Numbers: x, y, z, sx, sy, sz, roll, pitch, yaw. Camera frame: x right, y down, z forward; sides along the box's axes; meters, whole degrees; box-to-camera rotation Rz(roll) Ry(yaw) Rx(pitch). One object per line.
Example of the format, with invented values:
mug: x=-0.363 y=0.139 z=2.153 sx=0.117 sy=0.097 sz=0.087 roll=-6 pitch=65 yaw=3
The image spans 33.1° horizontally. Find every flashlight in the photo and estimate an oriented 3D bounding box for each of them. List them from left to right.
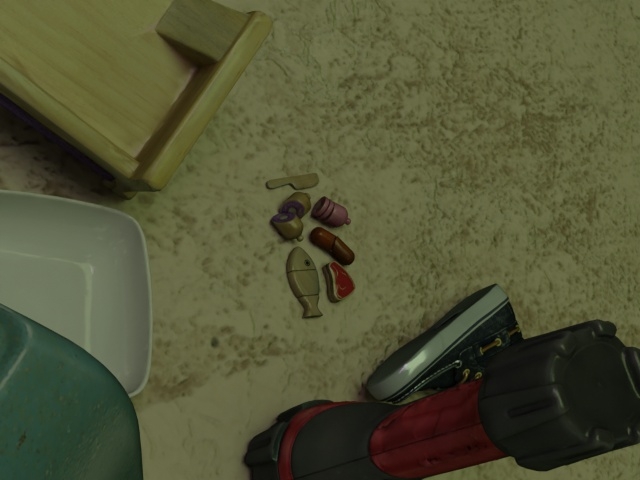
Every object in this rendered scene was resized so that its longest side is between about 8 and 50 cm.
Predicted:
flashlight: x=0.067 y=0.130 z=0.707 sx=0.103 sy=0.304 sz=0.103 roll=35 pitch=55 yaw=-19

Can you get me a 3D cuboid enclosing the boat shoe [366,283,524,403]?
boat shoe: x=0.120 y=0.108 z=0.913 sx=0.183 sy=0.065 sz=0.083 roll=-31 pitch=89 yaw=-42

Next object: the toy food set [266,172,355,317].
toy food set: x=0.000 y=0.000 z=0.900 sx=0.078 sy=0.019 sz=0.122 roll=-12 pitch=79 yaw=-40

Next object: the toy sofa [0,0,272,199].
toy sofa: x=-0.230 y=-0.188 z=0.736 sx=0.363 sy=0.177 sz=0.150 roll=38 pitch=75 yaw=-23

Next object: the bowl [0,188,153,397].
bowl: x=-0.186 y=0.044 z=0.719 sx=0.142 sy=0.053 sz=0.142 roll=9 pitch=65 yaw=-34

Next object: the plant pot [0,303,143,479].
plant pot: x=-0.228 y=0.119 z=0.475 sx=0.248 sy=0.252 sz=0.247 roll=26 pitch=54 yaw=2
